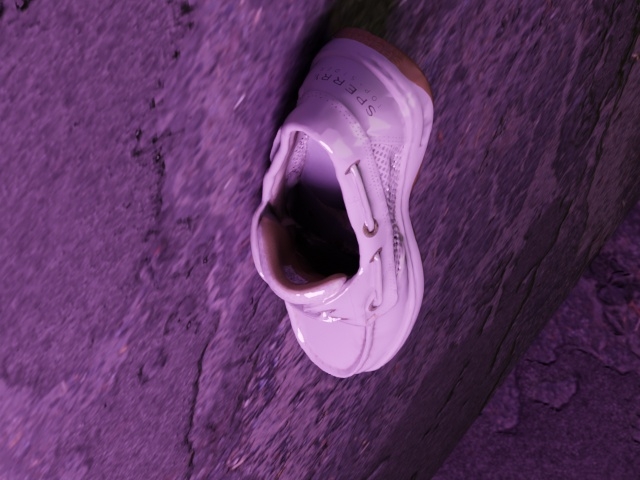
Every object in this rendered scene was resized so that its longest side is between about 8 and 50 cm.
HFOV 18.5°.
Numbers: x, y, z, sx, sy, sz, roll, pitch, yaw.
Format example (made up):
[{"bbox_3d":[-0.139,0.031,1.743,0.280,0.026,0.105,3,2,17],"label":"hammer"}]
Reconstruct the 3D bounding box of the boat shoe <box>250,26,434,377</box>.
[{"bbox_3d":[0.000,0.000,1.152,0.096,0.098,0.277,-47,154,-32],"label":"boat shoe"}]
